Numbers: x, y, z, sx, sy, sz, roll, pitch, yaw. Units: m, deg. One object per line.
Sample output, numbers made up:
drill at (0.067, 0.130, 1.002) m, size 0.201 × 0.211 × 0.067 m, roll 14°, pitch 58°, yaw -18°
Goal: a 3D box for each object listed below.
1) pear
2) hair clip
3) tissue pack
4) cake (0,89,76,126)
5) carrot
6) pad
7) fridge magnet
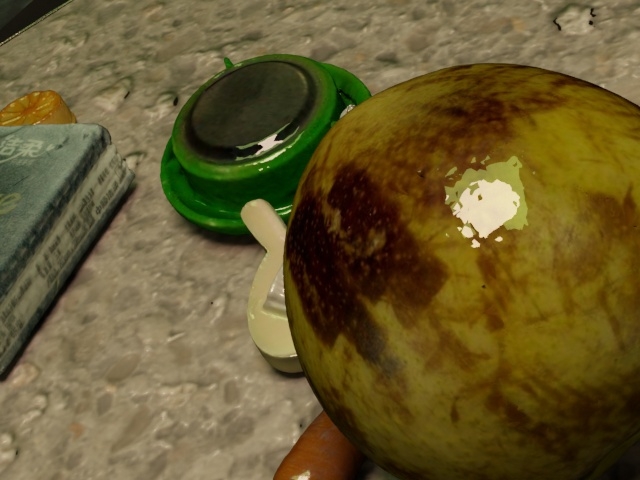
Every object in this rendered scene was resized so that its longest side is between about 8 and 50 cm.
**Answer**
pear at (0.106, 0.020, 0.746) m, size 0.283 × 0.283 × 0.284 m, roll -15°, pitch 40°, yaw 13°
hair clip at (-0.002, 0.000, 0.969) m, size 0.159 × 0.071 × 0.218 m, roll 11°, pitch 67°, yaw 27°
tissue pack at (-0.312, 0.004, 1.143) m, size 0.185 × 0.081 × 0.257 m, roll 2°, pitch 47°, yaw 30°
cake at (-0.306, -0.123, 1.314) m, size 0.084 × 0.044 × 0.084 m, roll -14°, pitch 40°, yaw 12°
carrot at (0.035, 0.115, 0.867) m, size 0.048 × 0.048 × 0.216 m, roll 11°, pitch 46°, yaw 37°
pad at (-0.374, -0.328, 1.617) m, size 0.243 × 0.004 × 0.163 m, roll -36°, pitch 40°, yaw -13°
fridge magnet at (-0.050, -0.092, 1.104) m, size 0.208 × 0.088 × 0.208 m, roll -13°, pitch 46°, yaw 14°
